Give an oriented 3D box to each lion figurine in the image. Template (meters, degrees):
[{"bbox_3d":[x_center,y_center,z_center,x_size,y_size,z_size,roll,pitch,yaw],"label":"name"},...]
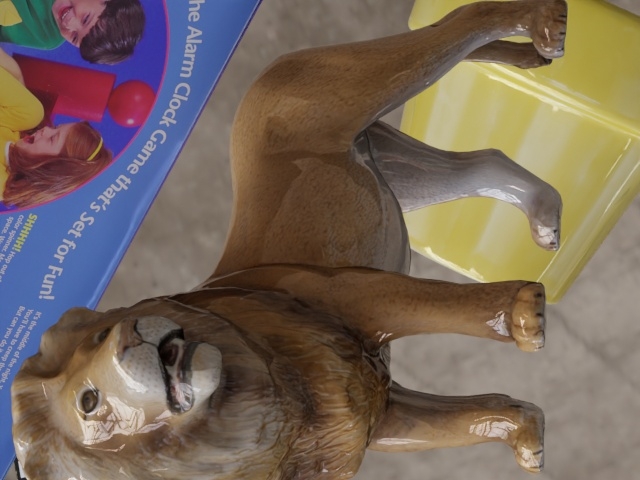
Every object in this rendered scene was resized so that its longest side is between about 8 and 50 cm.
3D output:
[{"bbox_3d":[0.000,0.000,1.007,0.240,0.392,0.142,2,126,10],"label":"lion figurine"}]

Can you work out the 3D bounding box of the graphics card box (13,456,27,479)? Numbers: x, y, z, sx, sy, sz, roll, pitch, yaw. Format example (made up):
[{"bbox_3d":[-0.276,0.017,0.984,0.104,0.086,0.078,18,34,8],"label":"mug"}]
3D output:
[{"bbox_3d":[-0.123,0.332,1.709,0.233,0.371,0.094,-4,169,-45],"label":"graphics card box"}]

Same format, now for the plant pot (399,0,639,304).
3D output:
[{"bbox_3d":[0.169,-0.088,1.600,0.254,0.254,0.239,17,101,-33],"label":"plant pot"}]

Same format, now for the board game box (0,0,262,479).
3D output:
[{"bbox_3d":[-0.210,-0.050,1.066,0.233,0.078,0.347,22,105,-30],"label":"board game box"}]
